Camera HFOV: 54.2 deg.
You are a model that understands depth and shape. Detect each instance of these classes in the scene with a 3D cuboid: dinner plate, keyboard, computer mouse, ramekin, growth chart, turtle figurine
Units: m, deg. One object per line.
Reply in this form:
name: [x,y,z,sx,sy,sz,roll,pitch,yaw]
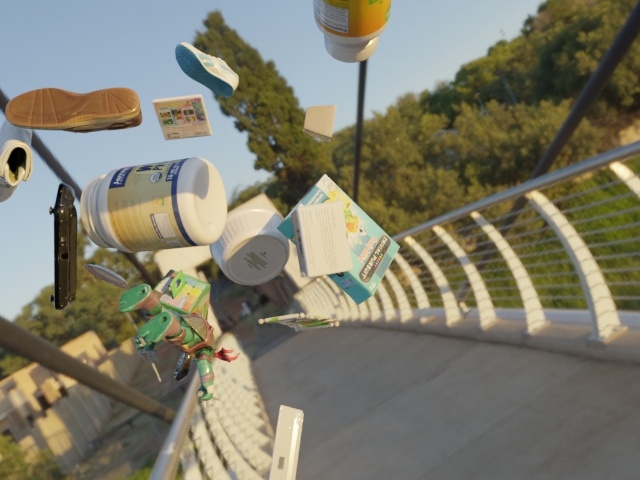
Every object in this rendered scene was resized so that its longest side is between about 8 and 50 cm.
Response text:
dinner plate: [-0.618,0.101,1.816,0.141,0.141,0.017,-26,37,64]
keyboard: [-0.085,0.518,1.450,0.072,0.256,0.014,23,-28,-31]
computer mouse: [-0.487,0.413,2.346,0.071,0.041,0.242,-20,47,64]
ramekin: [-0.225,0.029,2.077,0.273,0.273,0.127,-30,42,1]
growth chart: [-0.056,0.250,1.920,0.172,0.021,0.237,-12,-20,26]
turtle figurine: [-0.232,0.170,1.028,0.175,0.234,0.118,20,63,31]

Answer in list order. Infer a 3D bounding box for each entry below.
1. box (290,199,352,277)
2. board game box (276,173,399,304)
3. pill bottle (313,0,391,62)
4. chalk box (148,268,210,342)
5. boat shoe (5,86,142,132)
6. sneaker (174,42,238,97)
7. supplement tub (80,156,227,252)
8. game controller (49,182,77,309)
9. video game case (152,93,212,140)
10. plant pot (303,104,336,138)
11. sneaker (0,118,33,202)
box: [0.000,0.000,1.619,0.119,0.180,0.182,-9,-2,-8]
board game box: [0.064,-0.009,1.900,0.079,0.336,0.253,-40,10,42]
pill bottle: [0.055,-0.426,1.066,0.136,0.136,0.245,-31,-24,-13]
chalk box: [-0.398,0.179,1.767,0.132,0.132,0.213,-60,-12,-47]
boat shoe: [-0.652,-0.331,1.676,0.342,0.123,0.123,-8,-22,-10]
sneaker: [-0.373,-0.567,2.047,0.087,0.229,0.092,-37,25,40]
supplement tub: [-0.425,-0.087,1.609,0.316,0.228,0.228,-5,9,16]
game controller: [-0.657,0.017,1.589,0.067,0.319,0.166,-2,33,-26]
video game case: [-0.435,-0.388,1.976,0.157,0.143,0.019,-5,41,6]
plant pot: [-0.005,-0.394,2.080,0.096,0.109,0.109,8,1,-2]
sneaker: [-0.875,-0.187,1.734,0.108,0.169,0.292,11,-53,-34]
